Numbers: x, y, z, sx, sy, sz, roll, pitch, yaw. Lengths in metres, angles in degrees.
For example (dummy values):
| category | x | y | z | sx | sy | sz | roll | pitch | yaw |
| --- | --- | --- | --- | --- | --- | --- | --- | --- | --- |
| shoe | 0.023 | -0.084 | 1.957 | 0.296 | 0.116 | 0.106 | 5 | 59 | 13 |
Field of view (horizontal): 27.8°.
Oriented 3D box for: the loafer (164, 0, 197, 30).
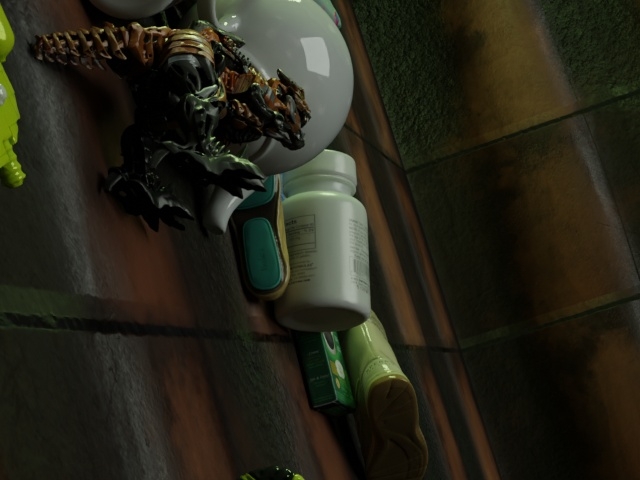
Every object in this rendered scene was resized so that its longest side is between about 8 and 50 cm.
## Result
| category | x | y | z | sx | sy | sz | roll | pitch | yaw |
| --- | --- | --- | --- | --- | --- | --- | --- | --- | --- |
| loafer | -0.165 | -0.271 | 1.673 | 0.220 | 0.078 | 0.080 | 53 | 8 | -2 |

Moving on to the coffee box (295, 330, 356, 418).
| category | x | y | z | sx | sy | sz | roll | pitch | yaw |
| --- | --- | --- | --- | --- | --- | --- | --- | --- | --- |
| coffee box | 0.000 | 0.154 | 1.837 | 0.113 | 0.040 | 0.184 | 44 | 30 | -68 |

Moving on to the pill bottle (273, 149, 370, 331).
| category | x | y | z | sx | sy | sz | roll | pitch | yaw |
| --- | --- | --- | --- | --- | --- | --- | --- | --- | --- |
| pill bottle | 0.000 | 0.000 | 1.764 | 0.131 | 0.131 | 0.229 | 47 | 39 | -63 |

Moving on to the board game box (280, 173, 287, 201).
| category | x | y | z | sx | sy | sz | roll | pitch | yaw |
| --- | --- | --- | --- | --- | --- | --- | --- | --- | --- |
| board game box | -0.081 | -0.085 | 1.870 | 0.281 | 0.027 | 0.145 | -8 | 79 | -78 |

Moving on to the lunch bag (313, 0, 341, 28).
| category | x | y | z | sx | sy | sz | roll | pitch | yaw |
| --- | --- | --- | --- | --- | --- | --- | --- | --- | --- |
| lunch bag | -0.102 | -0.437 | 2.013 | 0.262 | 0.160 | 0.223 | 64 | 12 | 25 |

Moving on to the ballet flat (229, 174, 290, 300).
| category | x | y | z | sx | sy | sz | roll | pitch | yaw |
| --- | --- | --- | --- | --- | --- | --- | --- | --- | --- |
| ballet flat | -0.084 | -0.031 | 1.692 | 0.073 | 0.080 | 0.232 | 62 | 22 | -74 |

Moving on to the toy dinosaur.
| category | x | y | z | sx | sy | sz | roll | pitch | yaw |
| --- | --- | --- | --- | --- | --- | --- | --- | --- | --- |
| toy dinosaur | -0.148 | -0.139 | 1.335 | 0.164 | 0.322 | 0.218 | 137 | -44 | -59 |

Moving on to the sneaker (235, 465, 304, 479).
| category | x | y | z | sx | sy | sz | roll | pitch | yaw |
| --- | --- | --- | --- | --- | --- | --- | --- | --- | --- |
| sneaker | -0.003 | 0.403 | 1.210 | 0.147 | 0.145 | 0.384 | 56 | 21 | -50 |

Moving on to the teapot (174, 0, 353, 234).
| category | x | y | z | sx | sy | sz | roll | pitch | yaw |
| --- | --- | --- | --- | --- | --- | --- | --- | --- | --- |
| teapot | -0.094 | -0.182 | 1.533 | 0.256 | 0.252 | 0.187 | 53 | 37 | -4 |

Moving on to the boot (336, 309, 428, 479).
| category | x | y | z | sx | sy | sz | roll | pitch | yaw |
| --- | --- | --- | --- | --- | --- | --- | --- | --- | --- |
| boot | 0.081 | 0.242 | 1.936 | 0.203 | 0.095 | 0.261 | -115 | -167 | -51 |

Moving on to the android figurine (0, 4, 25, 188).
| category | x | y | z | sx | sy | sz | roll | pitch | yaw |
| --- | --- | --- | --- | --- | --- | --- | --- | --- | --- |
| android figurine | -0.297 | -0.153 | 0.958 | 0.248 | 0.056 | 0.272 | -63 | 132 | -74 |

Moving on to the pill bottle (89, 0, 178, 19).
| category | x | y | z | sx | sy | sz | roll | pitch | yaw |
| --- | --- | --- | --- | --- | --- | --- | --- | --- | --- |
| pill bottle | -0.194 | -0.334 | 1.500 | 0.245 | 0.131 | 0.130 | -70 | 140 | -72 |
